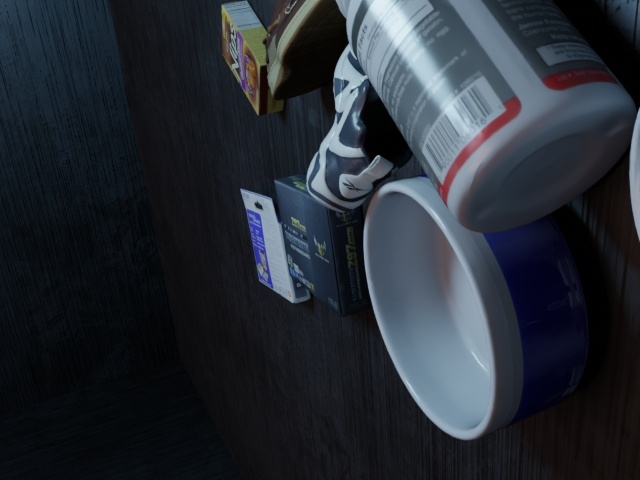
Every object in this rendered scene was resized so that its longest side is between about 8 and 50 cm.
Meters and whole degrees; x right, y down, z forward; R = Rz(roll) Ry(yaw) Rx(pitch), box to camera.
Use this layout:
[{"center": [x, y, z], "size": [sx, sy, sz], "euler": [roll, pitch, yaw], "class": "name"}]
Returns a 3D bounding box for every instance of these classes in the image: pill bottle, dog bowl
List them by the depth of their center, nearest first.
[{"center": [0.121, -0.162, 0.652], "size": [0.161, 0.161, 0.283], "euler": [105, 144, -55], "class": "pill bottle"}, {"center": [0.145, 0.058, 0.777], "size": [0.265, 0.104, 0.265], "euler": [164, 90, -72], "class": "dog bowl"}]

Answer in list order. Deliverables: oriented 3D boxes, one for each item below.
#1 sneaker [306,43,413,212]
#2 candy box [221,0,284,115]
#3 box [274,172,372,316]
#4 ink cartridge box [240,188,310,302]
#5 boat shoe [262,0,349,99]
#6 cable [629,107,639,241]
[{"center": [0.071, -0.152, 0.810], "size": [0.153, 0.094, 0.235], "euler": [-21, 41, 61], "class": "sneaker"}, {"center": [-0.120, -0.320, 1.340], "size": [0.109, 0.053, 0.187], "euler": [97, 151, -49], "class": "candy box"}, {"center": [0.000, 0.000, 1.247], "size": [0.232, 0.059, 0.184], "euler": [-148, 47, -61], "class": "box"}, {"center": [-0.091, 0.001, 1.514], "size": [0.206, 0.045, 0.208], "euler": [-156, 52, -65], "class": "ink cartridge box"}, {"center": [-0.016, -0.292, 0.990], "size": [0.342, 0.123, 0.123], "euler": [146, 106, -76], "class": "boat shoe"}, {"center": [0.288, -0.017, 0.422], "size": [0.257, 0.089, 0.257], "euler": [140, 113, -68], "class": "cable"}]
